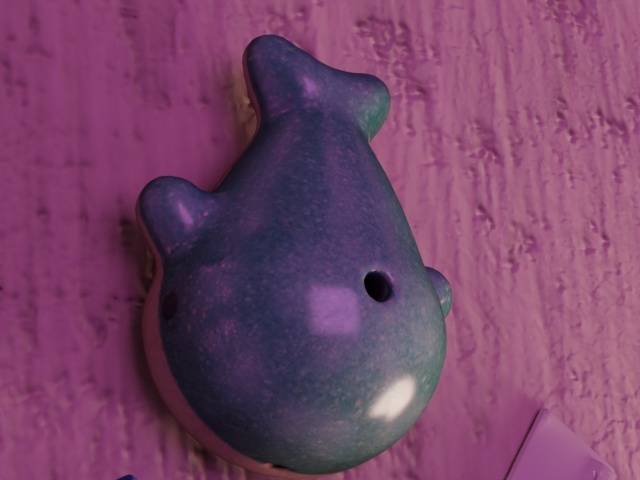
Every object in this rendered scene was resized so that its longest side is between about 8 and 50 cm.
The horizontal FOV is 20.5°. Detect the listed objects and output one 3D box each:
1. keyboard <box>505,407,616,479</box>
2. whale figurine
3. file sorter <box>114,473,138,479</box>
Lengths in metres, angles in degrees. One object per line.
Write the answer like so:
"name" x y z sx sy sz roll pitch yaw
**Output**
"keyboard" 0.118 0.224 1.116 0.072 0.014 0.256 39 56 -11
"whale figurine" 0.000 0.000 1.033 0.216 0.141 0.272 21 63 -26
"file sorter" -0.077 0.215 0.924 0.170 0.118 0.104 37 53 -18
